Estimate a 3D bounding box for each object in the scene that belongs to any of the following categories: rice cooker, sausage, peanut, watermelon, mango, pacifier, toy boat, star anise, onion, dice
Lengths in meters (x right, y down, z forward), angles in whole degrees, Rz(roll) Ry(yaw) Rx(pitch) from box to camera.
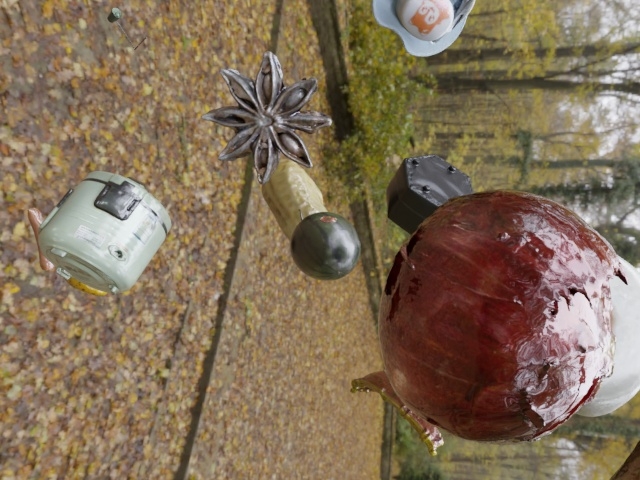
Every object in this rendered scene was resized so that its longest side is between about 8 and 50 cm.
[{"bbox_3d":[-0.454,-0.025,1.065,0.244,0.226,0.226,-62,155,-29],"label":"rice cooker"},{"bbox_3d":[-0.765,-0.002,1.362,0.047,0.040,0.177,-22,105,-59],"label":"sausage"},{"bbox_3d":[-0.064,-0.100,1.634,0.192,0.169,0.387,4,53,-57],"label":"peanut"},{"bbox_3d":[0.000,0.000,0.755,0.133,0.105,0.105,51,-9,29],"label":"watermelon"},{"bbox_3d":[-0.571,0.098,1.215,0.057,0.114,0.079,-52,-157,0],"label":"mango"},{"bbox_3d":[0.269,-0.668,1.366,0.299,0.244,0.233,29,25,-36],"label":"pacifier"},{"bbox_3d":[0.186,0.389,1.191,0.141,0.318,0.099,31,85,-32],"label":"toy boat"},{"bbox_3d":[-0.096,-0.231,0.963,0.223,0.236,0.109,-61,176,13],"label":"star anise"},{"bbox_3d":[0.188,0.080,0.550,0.276,0.276,0.276,2,90,-77],"label":"onion"},{"bbox_3d":[0.434,0.149,0.986,0.277,0.304,0.304,-61,177,-10],"label":"dice"}]

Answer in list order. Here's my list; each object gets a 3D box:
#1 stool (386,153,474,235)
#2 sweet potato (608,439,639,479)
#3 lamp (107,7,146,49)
[{"bbox_3d":[0.294,-0.115,1.332,0.141,0.232,0.232,118,-11,-47],"label":"stool"},{"bbox_3d":[0.489,0.316,0.688,0.109,0.385,0.109,61,-8,15],"label":"sweet potato"},{"bbox_3d":[-0.593,-0.638,1.503,0.121,0.054,0.041,46,43,-33],"label":"lamp"}]
